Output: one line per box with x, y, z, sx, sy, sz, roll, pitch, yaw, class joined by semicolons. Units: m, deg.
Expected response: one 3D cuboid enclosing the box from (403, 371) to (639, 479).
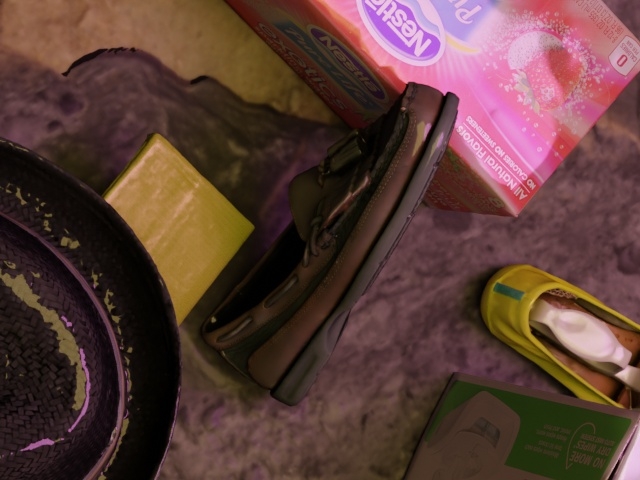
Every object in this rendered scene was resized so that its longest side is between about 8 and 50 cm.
0.210;0.201;1.332;0.231;0.262;0.127;28;82;-20;box

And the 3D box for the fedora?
-0.237;0.062;1.111;0.334;0.152;0.334;2;79;-11;fedora

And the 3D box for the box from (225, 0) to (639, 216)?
0.048;-0.169;1.308;0.300;0.142;0.154;45;78;-18;box

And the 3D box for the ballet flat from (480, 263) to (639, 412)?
0.216;0.090;1.425;0.231;0.077;0.077;31;81;-21;ballet flat

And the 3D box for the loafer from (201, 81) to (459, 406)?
0.000;0.000;1.263;0.084;0.096;0.267;26;127;-3;loafer

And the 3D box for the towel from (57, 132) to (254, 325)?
-0.145;0.052;1.244;0.102;0.021;0.237;46;73;-30;towel
